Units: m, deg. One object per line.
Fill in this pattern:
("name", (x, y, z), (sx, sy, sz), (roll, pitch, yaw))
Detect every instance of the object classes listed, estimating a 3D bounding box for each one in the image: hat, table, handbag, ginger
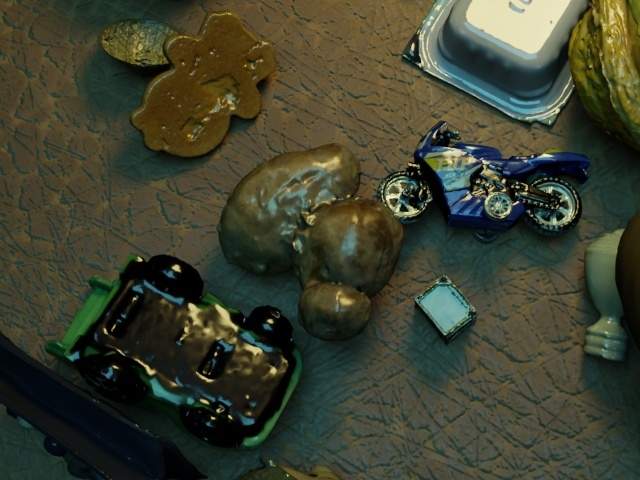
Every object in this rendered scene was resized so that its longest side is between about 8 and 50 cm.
("hat", (-0.279, -0.288, 1.844), (0.146, 0.067, 0.146), (7, 39, -5))
("table", (0.183, 0.100, 1.701), (0.062, 0.083, 0.079), (-40, 76, -3))
("handbag", (-0.330, 0.270, 1.631), (0.326, 0.269, 0.118), (31, 77, 20))
("ginger", (0.000, 0.000, 1.672), (0.244, 0.155, 0.304), (-42, 55, -3))

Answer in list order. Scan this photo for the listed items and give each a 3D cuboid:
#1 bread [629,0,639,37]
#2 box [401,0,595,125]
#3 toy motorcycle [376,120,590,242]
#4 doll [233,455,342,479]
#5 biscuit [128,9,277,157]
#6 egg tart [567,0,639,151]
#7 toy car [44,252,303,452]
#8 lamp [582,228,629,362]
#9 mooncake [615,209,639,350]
("bread", (0.618, -0.334, 1.575), (0.348, 0.308, 0.348), (-9, 74, 33))
("box", (0.316, -0.375, 1.782), (0.264, 0.106, 0.336), (29, 81, 11))
("toy motorcycle", (0.242, -0.093, 1.727), (0.315, 0.113, 0.168), (5, 70, -1))
("doll", (-0.004, 0.449, 1.581), (0.349, 0.247, 0.247), (40, 84, 18))
("biscuit", (-0.182, -0.232, 1.795), (0.184, 0.035, 0.249), (36, 92, -23))
("egg tart", (0.447, -0.250, 1.698), (0.123, 0.294, 0.294), (-20, 74, 37))
("toy car", (-0.212, 0.162, 1.680), (0.359, 0.176, 0.213), (27, 63, 2))
("lamp", (0.425, 0.078, 1.682), (0.106, 0.106, 0.193), (12, 89, 8))
("mooncake", (0.617, 0.082, 1.490), (0.467, 0.262, 0.467), (3, 116, 6))
